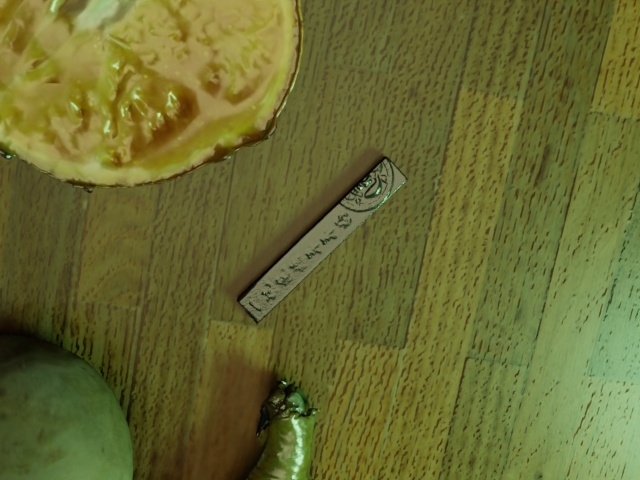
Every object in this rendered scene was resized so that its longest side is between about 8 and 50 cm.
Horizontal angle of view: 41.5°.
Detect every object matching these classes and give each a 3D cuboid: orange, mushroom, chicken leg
[{"bbox_3d":[-0.179,-0.195,0.594,0.310,0.274,0.274,26,100,-45],"label":"orange"},{"bbox_3d":[-0.274,0.192,0.711,0.226,0.178,0.227,4,71,-11],"label":"mushroom"},{"bbox_3d":[-0.036,0.240,0.788,0.103,0.088,0.228,16,94,1],"label":"chicken leg"}]

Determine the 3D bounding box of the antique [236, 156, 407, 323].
[{"bbox_3d":[0.000,0.000,0.768,0.192,0.015,0.031,-44,102,5],"label":"antique"}]
